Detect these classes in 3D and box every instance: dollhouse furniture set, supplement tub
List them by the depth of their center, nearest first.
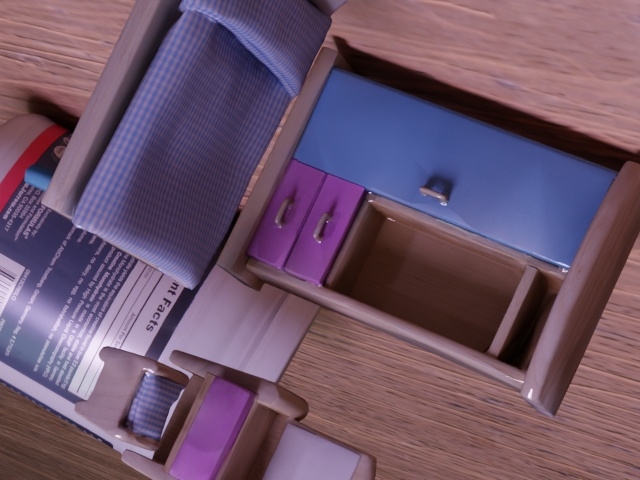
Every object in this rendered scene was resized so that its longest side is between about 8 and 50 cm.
[{"bbox_3d":[0.000,0.000,0.949,0.198,0.286,0.303,22,172,24],"label":"dollhouse furniture set"},{"bbox_3d":[-0.154,0.046,1.480,0.272,0.191,0.191,30,163,2],"label":"supplement tub"}]
